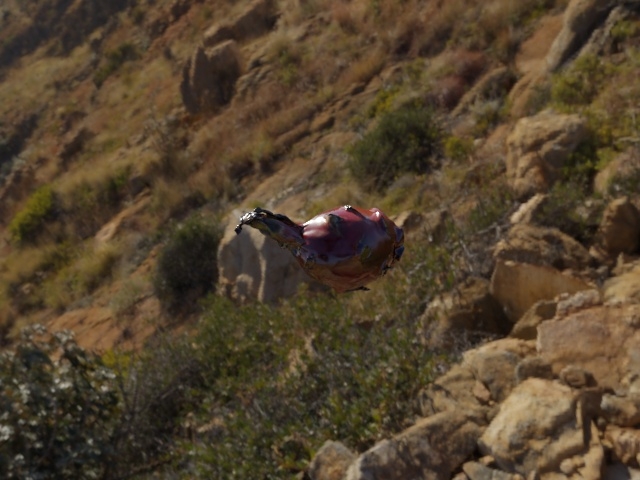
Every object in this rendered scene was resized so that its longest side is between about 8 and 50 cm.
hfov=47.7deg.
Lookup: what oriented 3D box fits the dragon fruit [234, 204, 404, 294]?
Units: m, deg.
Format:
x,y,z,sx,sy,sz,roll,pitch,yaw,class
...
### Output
x,y,z,sx,sy,sz,roll,pitch,yaw,class
0.000,0.000,1.041,0.246,0.125,0.125,16,58,-12,dragon fruit
